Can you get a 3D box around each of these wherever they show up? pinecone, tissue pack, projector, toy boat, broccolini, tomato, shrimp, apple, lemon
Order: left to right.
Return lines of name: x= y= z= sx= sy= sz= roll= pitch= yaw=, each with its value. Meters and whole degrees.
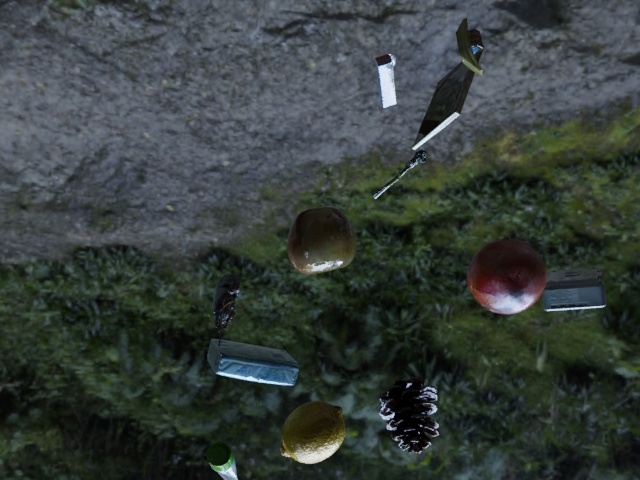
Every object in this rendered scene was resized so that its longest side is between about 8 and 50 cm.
shrimp: x=-0.289 y=0.212 z=1.939 sx=0.079 sy=0.233 sz=0.090 roll=4 pitch=161 yaw=9
tissue pack: x=-0.220 y=0.393 z=2.065 sx=0.263 sy=0.089 sz=0.177 roll=12 pitch=-177 yaw=-21
lemon: x=-0.026 y=0.624 z=2.091 sx=0.256 sy=0.188 sz=0.188 roll=-38 pitch=170 yaw=10
apple: x=0.000 y=0.000 z=2.301 sx=0.256 sy=0.234 sz=0.257 roll=-16 pitch=178 yaw=0
broccolini: x=0.244 y=-0.205 z=1.988 sx=0.218 sy=0.042 sz=0.044 roll=-40 pitch=155 yaw=26
pinecone: x=0.343 y=0.653 z=2.424 sx=0.244 sy=0.244 sz=0.309 roll=5 pitch=-144 yaw=-14
toy boat: x=0.410 y=-0.526 z=1.746 sx=0.066 sy=0.172 sz=0.065 roll=-13 pitch=161 yaw=15
tomato: x=0.505 y=0.101 z=1.749 sx=0.208 sy=0.184 sz=0.208 roll=20 pitch=143 yaw=16
projector: x=0.837 y=0.155 z=2.113 sx=0.192 sy=0.099 sz=0.256 roll=-6 pitch=-176 yaw=24

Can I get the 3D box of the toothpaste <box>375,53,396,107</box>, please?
toothpaste: x=0.226 y=-0.526 z=2.112 sx=0.070 sy=0.044 sz=0.193 roll=-17 pitch=147 yaw=0

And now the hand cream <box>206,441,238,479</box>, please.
hand cream: x=-0.205 y=0.493 z=1.381 sx=0.050 sy=0.079 sz=0.275 roll=-17 pitch=149 yaw=-13

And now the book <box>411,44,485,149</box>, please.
book: x=0.382 y=-0.428 z=1.916 sx=0.021 sy=0.310 sz=0.217 roll=33 pitch=148 yaw=-13
